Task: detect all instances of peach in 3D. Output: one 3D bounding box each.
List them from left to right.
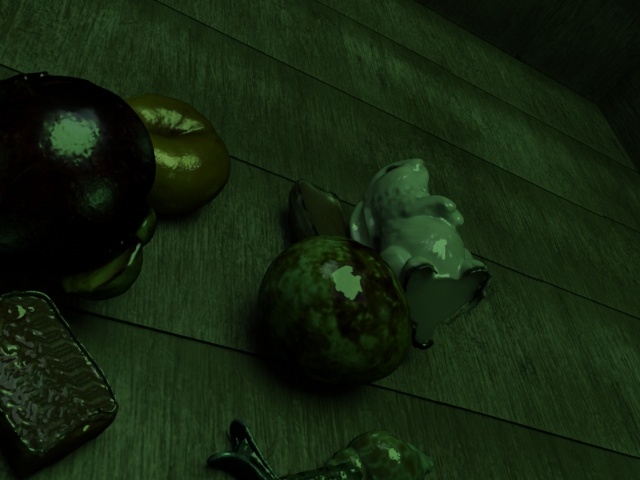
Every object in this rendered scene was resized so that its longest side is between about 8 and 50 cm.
[{"bbox_3d":[-0.286,-0.160,1.306,0.251,0.153,0.251,29,30,-19],"label":"peach"}]

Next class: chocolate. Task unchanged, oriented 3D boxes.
[{"bbox_3d":[-0.370,0.175,0.904,0.214,0.093,0.148,50,35,13],"label":"chocolate"},{"bbox_3d":[-0.001,0.000,1.442,0.161,0.083,0.261,29,33,-44],"label":"chocolate"}]

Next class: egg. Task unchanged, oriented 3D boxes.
[{"bbox_3d":[0.032,0.123,1.203,0.289,0.238,0.238,37,34,-20],"label":"egg"}]

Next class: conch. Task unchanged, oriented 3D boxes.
[{"bbox_3d":[0.103,0.354,1.132,0.116,0.106,0.173,36,9,35],"label":"conch"}]

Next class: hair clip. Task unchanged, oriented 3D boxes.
[{"bbox_3d":[-0.041,0.375,1.036,0.275,0.048,0.083,42,33,-4],"label":"hair clip"}]

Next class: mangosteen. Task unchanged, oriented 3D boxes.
[{"bbox_3d":[-0.379,-0.079,1.010,0.330,0.330,0.330,24,38,-20],"label":"mangosteen"}]

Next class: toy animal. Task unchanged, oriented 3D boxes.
[{"bbox_3d":[0.173,0.000,1.410,0.194,0.258,0.357,13,34,-29],"label":"toy animal"}]

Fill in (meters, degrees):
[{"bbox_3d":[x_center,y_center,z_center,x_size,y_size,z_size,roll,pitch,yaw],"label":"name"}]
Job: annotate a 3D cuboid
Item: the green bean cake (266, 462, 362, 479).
[{"bbox_3d":[-0.008,0.396,0.949,0.173,0.094,0.181,1,64,-34],"label":"green bean cake"}]
